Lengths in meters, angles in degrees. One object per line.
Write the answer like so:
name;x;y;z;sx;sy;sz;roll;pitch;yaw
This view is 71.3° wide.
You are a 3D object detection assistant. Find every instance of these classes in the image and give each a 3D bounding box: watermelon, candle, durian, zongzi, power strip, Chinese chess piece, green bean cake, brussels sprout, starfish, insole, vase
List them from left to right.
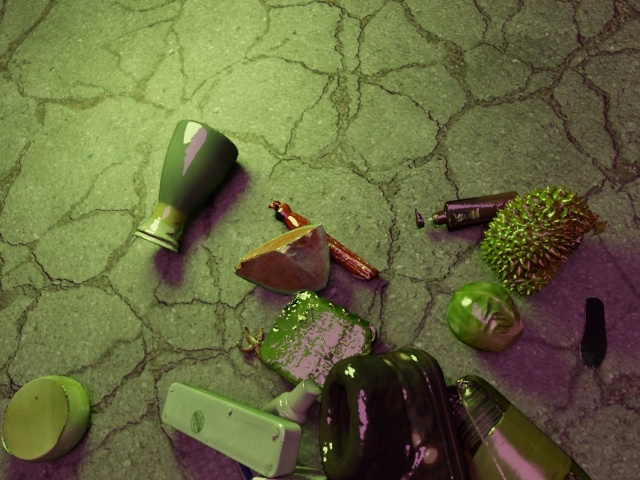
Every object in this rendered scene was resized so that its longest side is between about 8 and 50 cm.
Chinese chess piece;-0.630;0.409;1.030;0.189;0.083;0.188;-5;69;12
vase;-0.352;-0.133;1.148;0.174;0.173;0.320;20;77;17
power strip;-0.199;0.366;0.899;0.386;0.062;0.090;1;73;41
starfish;-0.153;0.237;1.038;0.078;0.028;0.091;-38;65;-12
watermelon;-0.071;0.065;1.058;0.231;0.128;0.146;-20;105;32
candle;0.000;0.000;1.091;0.329;0.048;0.051;35;70;20
green bean cake;0.000;0.229;0.968;0.214;0.113;0.200;29;76;18
zongzi;0.286;0.452;0.828;0.317;0.154;0.289;-50;58;5
brussels sprout;0.342;0.160;0.932;0.155;0.117;0.155;-7;59;12
durian;0.450;-0.009;0.930;0.237;0.200;0.176;-38;104;7
insole;0.574;0.193;0.939;0.053;0.002;0.152;7;71;13

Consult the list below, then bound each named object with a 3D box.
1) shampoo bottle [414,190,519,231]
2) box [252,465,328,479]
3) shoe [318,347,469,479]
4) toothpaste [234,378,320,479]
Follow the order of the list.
shampoo bottle;0.344;-0.067;1.046;0.237;0.067;0.068;-12;76;5
box;-0.059;0.568;0.798;0.116;0.203;0.273;2;70;12
shoe;0.122;0.396;0.799;0.238;0.171;0.383;-3;79;-21
toothpaste;-0.093;0.383;0.894;0.282;0.069;0.099;-54;22;21
